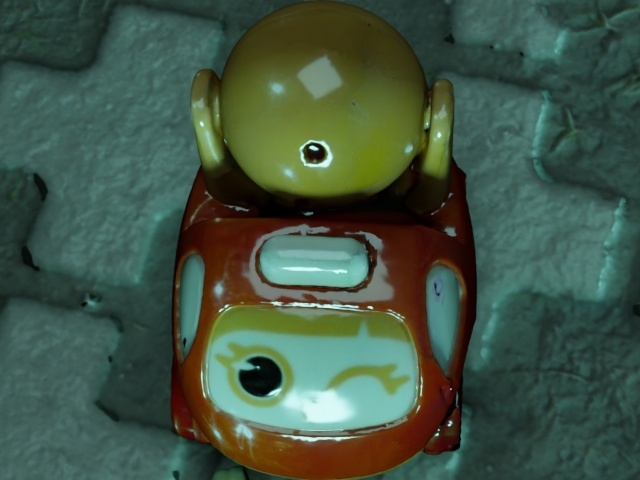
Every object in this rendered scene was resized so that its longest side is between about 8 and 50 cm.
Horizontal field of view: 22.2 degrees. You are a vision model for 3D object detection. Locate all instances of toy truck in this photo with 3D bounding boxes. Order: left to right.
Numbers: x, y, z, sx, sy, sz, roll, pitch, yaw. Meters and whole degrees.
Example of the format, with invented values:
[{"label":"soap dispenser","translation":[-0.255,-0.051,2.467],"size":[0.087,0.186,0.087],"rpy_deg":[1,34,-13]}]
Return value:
[{"label":"toy truck","translation":[0.000,0.000,0.968],"size":[0.189,0.239,0.264],"rpy_deg":[2,68,4]}]

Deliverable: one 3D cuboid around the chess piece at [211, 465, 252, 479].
[{"label":"chess piece","translation":[-0.108,0.185,1.002],"size":[0.149,0.059,0.059],"rpy_deg":[-17,68,3]}]
